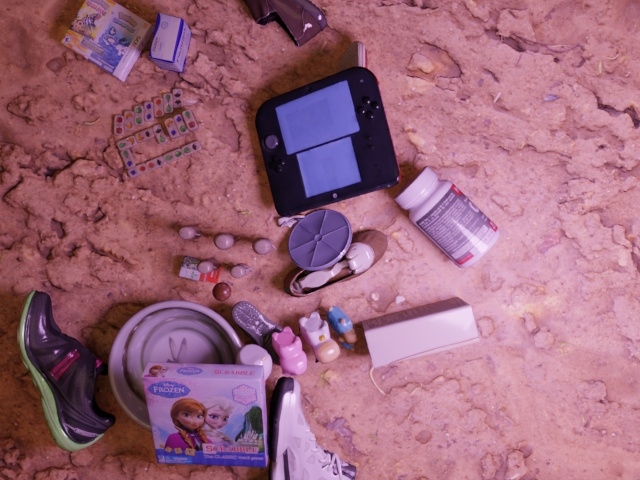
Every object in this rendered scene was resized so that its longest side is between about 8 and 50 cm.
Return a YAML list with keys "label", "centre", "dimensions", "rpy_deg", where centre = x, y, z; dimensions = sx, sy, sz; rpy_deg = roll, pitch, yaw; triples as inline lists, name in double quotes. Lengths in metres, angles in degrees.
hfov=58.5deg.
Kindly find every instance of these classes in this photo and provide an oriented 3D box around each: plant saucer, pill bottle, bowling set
- label: "plant saucer"
  centre: [-0.415, 0.369, 1.696]
  dimensions: [0.400, 0.100, 0.401]
  rpy_deg: [0, 93, 1]
- label: "pill bottle"
  centre: [0.360, -0.071, 1.643]
  dimensions: [0.283, 0.161, 0.161]
  rpy_deg: [44, 92, -2]
- label: "bowling set"
  centre: [-0.284, 0.065, 1.654]
  dimensions: [0.286, 0.154, 0.200]
  rpy_deg: [13, 93, 0]

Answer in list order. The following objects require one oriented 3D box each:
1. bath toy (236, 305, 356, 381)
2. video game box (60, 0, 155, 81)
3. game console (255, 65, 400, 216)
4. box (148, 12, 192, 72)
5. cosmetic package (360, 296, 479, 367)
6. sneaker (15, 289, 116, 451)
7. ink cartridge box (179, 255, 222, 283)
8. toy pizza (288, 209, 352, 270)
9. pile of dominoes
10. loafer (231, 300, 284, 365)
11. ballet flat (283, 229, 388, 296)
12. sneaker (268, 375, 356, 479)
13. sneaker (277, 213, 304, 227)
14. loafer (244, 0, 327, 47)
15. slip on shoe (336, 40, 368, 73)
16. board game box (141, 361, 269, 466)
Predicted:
- label: "bath toy"
  centre: [-0.070, 0.322, 1.639]
  dimensions: [0.348, 0.151, 0.129]
  rpy_deg: [-21, 135, -19]
- label: "video game box"
  centre: [-0.622, -0.600, 1.676]
  dimensions: [0.205, 0.048, 0.187]
  rpy_deg: [31, 90, -2]
- label: "game console"
  centre: [0.010, -0.274, 1.604]
  dimensions: [0.386, 0.060, 0.342]
  rpy_deg: [-15, 83, 24]
- label: "box"
  centre: [-0.426, -0.559, 1.631]
  dimensions: [0.072, 0.137, 0.126]
  rpy_deg: [13, 93, -1]
- label: "cosmetic package"
  centre: [0.282, 0.263, 1.661]
  dimensions: [0.309, 0.160, 0.113]
  rpy_deg: [-15, 93, 2]
- label: "sneaker"
  centre: [-0.741, 0.365, 1.682]
  dimensions: [0.202, 0.185, 0.483]
  rpy_deg: [-21, 96, -17]
- label: "ink cartridge box"
  centre: [-0.360, 0.090, 1.717]
  dimensions: [0.115, 0.029, 0.063]
  rpy_deg: [15, 92, 0]
- label: "toy pizza"
  centre: [0.000, 0.000, 1.668]
  dimensions: [0.201, 0.032, 0.201]
  rpy_deg: [-12, 57, 19]
- label: "pile of dominoes"
  centre: [-0.490, -0.321, 1.692]
  dimensions: [0.251, 0.040, 0.196]
  rpy_deg: [-23, 93, 1]
- label: "loafer"
  centre: [-0.172, 0.271, 1.705]
  dimensions: [0.094, 0.087, 0.251]
  rpy_deg: [-43, 106, -15]
- label: "ballet flat"
  centre: [0.048, 0.076, 1.668]
  dimensions: [0.342, 0.124, 0.116]
  rpy_deg: [-23, 97, 1]
- label: "sneaker"
  centre: [-0.022, 0.613, 1.698]
  dimensions: [0.257, 0.169, 0.448]
  rpy_deg: [0, 101, -9]
- label: "sneaker"
  centre: [-0.086, -0.058, 1.712]
  dimensions: [0.083, 0.032, 0.037]
  rpy_deg: [-11, 101, 9]
- label: "loafer"
  centre: [-0.158, -0.686, 1.626]
  dimensions: [0.366, 0.134, 0.130]
  rpy_deg: [35, 92, -1]
- label: "slip on shoe"
  centre: [0.115, -0.411, 1.664]
  dimensions: [0.101, 0.123, 0.332]
  rpy_deg: [-3, 86, -34]
- label: "board game box"
  centre: [-0.307, 0.482, 1.573]
  dimensions: [0.318, 0.066, 0.318]
  rpy_deg: [0, 116, 3]
